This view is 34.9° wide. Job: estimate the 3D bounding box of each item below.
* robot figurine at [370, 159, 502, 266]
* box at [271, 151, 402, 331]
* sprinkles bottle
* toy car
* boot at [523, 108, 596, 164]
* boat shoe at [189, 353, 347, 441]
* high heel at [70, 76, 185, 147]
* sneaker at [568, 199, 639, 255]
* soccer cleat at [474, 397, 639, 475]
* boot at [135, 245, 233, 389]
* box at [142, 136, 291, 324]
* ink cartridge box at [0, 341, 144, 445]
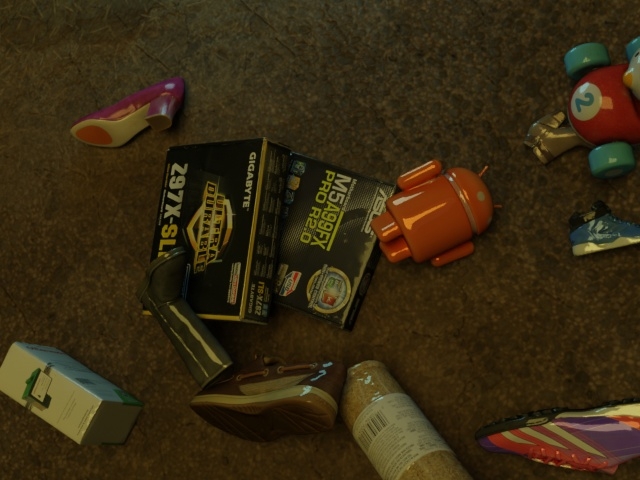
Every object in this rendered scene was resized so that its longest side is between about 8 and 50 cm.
[{"bbox_3d":[0.196,-0.045,1.712,0.219,0.128,0.158,-26,76,-2],"label":"robot figurine"},{"bbox_3d":[0.000,0.000,1.812,0.216,0.060,0.270,20,86,22],"label":"box"},{"bbox_3d":[0.143,0.339,1.593,0.121,0.121,0.355,-44,44,5],"label":"sprinkles bottle"},{"bbox_3d":[0.508,-0.245,1.588,0.210,0.238,0.219,-9,73,-1],"label":"toy car"},{"bbox_3d":[0.408,-0.164,1.729,0.087,0.042,0.118,-49,68,10],"label":"boot"},{"bbox_3d":[-0.086,0.257,1.727,0.342,0.123,0.123,-17,38,47],"label":"boat shoe"},{"bbox_3d":[-0.377,-0.257,1.994,0.244,0.082,0.117,-12,46,28],"label":"high heel"},{"bbox_3d":[0.482,-0.030,1.663,0.152,0.058,0.085,-13,84,22],"label":"sneaker"},{"bbox_3d":[0.403,0.317,1.595,0.318,0.108,0.116,-10,80,13],"label":"soccer cleat"},{"bbox_3d":[-0.220,0.133,1.712,0.076,0.190,0.208,-24,71,-31],"label":"boot"},{"bbox_3d":[-0.188,-0.015,1.824,0.257,0.079,0.322,0,78,42],"label":"box"},{"bbox_3d":[-0.458,0.280,1.851,0.219,0.160,0.093,27,88,22],"label":"ink cartridge box"}]
